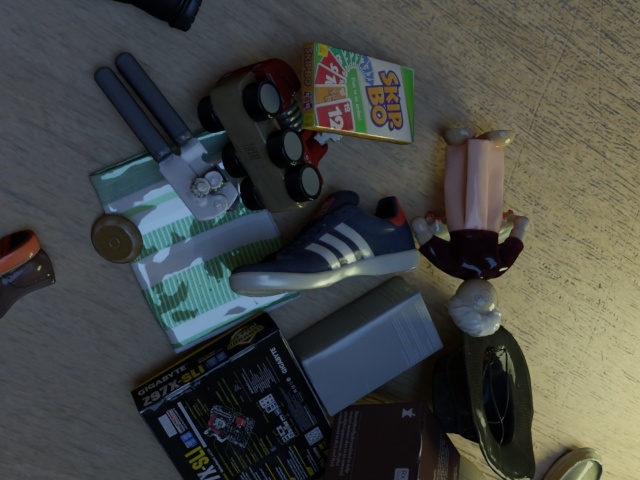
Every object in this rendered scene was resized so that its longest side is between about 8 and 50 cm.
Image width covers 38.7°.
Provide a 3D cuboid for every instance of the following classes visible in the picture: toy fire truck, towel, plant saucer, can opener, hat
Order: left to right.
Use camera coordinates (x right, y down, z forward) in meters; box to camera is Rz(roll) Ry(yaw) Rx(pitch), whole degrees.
[{"bbox_3d":[-0.313,0.001,1.390,0.084,0.015,0.083,3,115,8],"label":"plant saucer"},{"bbox_3d":[-0.226,-0.145,1.341,0.074,0.093,0.280,-38,94,-9],"label":"can opener"},{"bbox_3d":[-0.185,-0.003,1.447,0.248,0.038,0.324,-24,113,-12],"label":"towel"},{"bbox_3d":[-0.034,-0.192,1.407,0.217,0.159,0.246,63,38,-23],"label":"toy fire truck"},{"bbox_3d":[0.276,0.289,1.638,0.134,0.331,0.331,-16,117,27],"label":"hat"}]

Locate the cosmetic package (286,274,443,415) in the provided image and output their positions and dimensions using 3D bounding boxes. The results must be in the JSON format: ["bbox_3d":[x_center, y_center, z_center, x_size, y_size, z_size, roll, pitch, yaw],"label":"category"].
[{"bbox_3d":[0.076,0.179,1.566,0.238,0.107,0.127,-27,113,-8],"label":"cosmetic package"}]

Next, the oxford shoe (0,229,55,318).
[{"bbox_3d":[-0.515,0.093,1.321,0.271,0.097,0.098,-30,120,-10],"label":"oxford shoe"}]

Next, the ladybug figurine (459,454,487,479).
[{"bbox_3d":[0.218,0.625,1.690,0.305,0.162,0.449,6,98,-33],"label":"ladybug figurine"}]

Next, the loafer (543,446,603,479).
[{"bbox_3d":[0.481,0.535,1.828,0.102,0.092,0.268,42,88,-26],"label":"loafer"}]

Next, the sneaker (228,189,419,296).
[{"bbox_3d":[0.000,0.000,1.458,0.350,0.131,0.148,-10,88,-38],"label":"sneaker"}]

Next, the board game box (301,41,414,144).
[{"bbox_3d":[0.069,-0.221,1.410,0.259,0.039,0.124,2,88,-49],"label":"board game box"}]

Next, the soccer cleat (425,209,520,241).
[{"bbox_3d":[0.269,-0.013,1.604,0.196,0.068,0.076,-4,112,-12],"label":"soccer cleat"}]

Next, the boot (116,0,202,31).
[{"bbox_3d":[-0.238,-0.435,1.265,0.207,0.094,0.246,19,104,-28],"label":"boot"}]

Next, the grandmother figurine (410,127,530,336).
[{"bbox_3d":[0.252,-0.012,1.512,0.208,0.104,0.342,0,82,-1],"label":"grandmother figurine"}]

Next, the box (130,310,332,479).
[{"bbox_3d":[-0.126,0.312,1.524,0.257,0.079,0.322,-30,120,-8],"label":"box"}]

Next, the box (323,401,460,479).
[{"bbox_3d":[0.126,0.396,1.549,0.167,0.168,0.203,-7,139,25],"label":"box"}]
